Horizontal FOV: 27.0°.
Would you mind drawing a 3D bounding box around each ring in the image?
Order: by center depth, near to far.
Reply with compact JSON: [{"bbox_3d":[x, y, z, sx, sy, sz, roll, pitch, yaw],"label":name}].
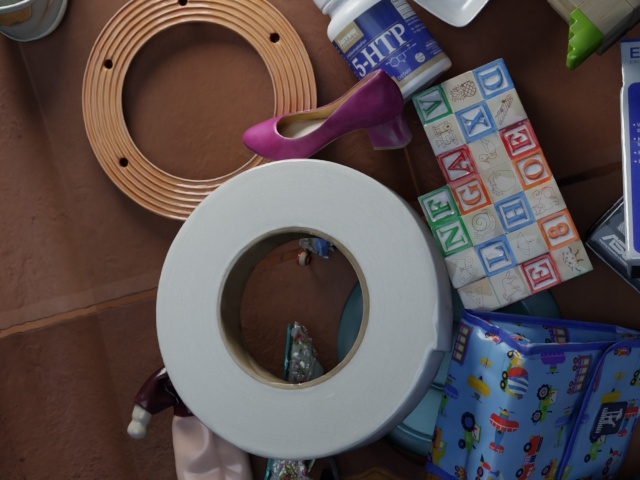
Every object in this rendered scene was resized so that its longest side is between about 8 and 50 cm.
[{"bbox_3d":[-0.168,-0.192,1.846,0.337,0.032,0.336,1,96,9],"label":"ring"}]

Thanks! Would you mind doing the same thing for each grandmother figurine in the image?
[{"bbox_3d":[-0.168,0.236,1.862,0.208,0.104,0.342,-8,91,-23],"label":"grandmother figurine"}]

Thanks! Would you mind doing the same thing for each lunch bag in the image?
[{"bbox_3d":[0.307,0.215,1.713,0.293,0.138,0.220,3,106,-33],"label":"lunch bag"}]

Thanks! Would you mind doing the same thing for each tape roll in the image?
[{"bbox_3d":[-0.024,0.089,1.711,0.392,0.072,0.391,-3,82,20],"label":"tape roll"}]

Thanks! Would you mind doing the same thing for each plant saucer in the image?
[{"bbox_3d":[0.176,0.151,1.815,0.318,0.044,0.317,1,96,10],"label":"plant saucer"}]

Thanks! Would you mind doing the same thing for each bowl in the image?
[{"bbox_3d":[0.175,-0.367,1.751,0.142,0.053,0.142,37,102,4],"label":"bowl"}]

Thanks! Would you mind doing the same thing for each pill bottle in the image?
[{"bbox_3d":[0.075,-0.271,1.750,0.112,0.112,0.186,-38,88,12],"label":"pill bottle"}]

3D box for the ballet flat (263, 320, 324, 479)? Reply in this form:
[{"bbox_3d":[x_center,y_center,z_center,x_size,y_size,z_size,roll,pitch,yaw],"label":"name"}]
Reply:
[{"bbox_3d":[-0.026,0.234,1.834,0.077,0.091,0.240,9,89,-1],"label":"ballet flat"}]

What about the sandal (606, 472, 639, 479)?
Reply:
[{"bbox_3d":[0.360,0.359,1.657,0.446,0.167,0.107,-27,135,-12],"label":"sandal"}]

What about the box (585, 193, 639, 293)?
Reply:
[{"bbox_3d":[0.587,0.019,1.697,0.395,0.097,0.318,43,104,4],"label":"box"}]

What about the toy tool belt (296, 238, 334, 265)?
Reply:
[{"bbox_3d":[0.000,0.000,1.825,0.051,0.052,0.083,16,100,17],"label":"toy tool belt"}]

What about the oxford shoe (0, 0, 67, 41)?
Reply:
[{"bbox_3d":[-0.411,-0.498,1.808,0.169,0.130,0.449,3,95,12],"label":"oxford shoe"}]

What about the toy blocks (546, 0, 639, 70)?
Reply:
[{"bbox_3d":[0.368,-0.426,1.646,0.381,0.191,0.261,-41,78,2],"label":"toy blocks"}]

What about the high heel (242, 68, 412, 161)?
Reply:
[{"bbox_3d":[-0.006,-0.167,1.724,0.244,0.082,0.117,3,137,29],"label":"high heel"}]

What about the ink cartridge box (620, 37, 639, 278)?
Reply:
[{"bbox_3d":[0.516,-0.105,1.596,0.304,0.072,0.307,-1,64,12],"label":"ink cartridge box"}]

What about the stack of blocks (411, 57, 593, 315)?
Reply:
[{"bbox_3d":[0.216,-0.064,1.734,0.171,0.087,0.297,-22,84,7],"label":"stack of blocks"}]

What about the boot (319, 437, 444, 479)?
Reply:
[{"bbox_3d":[0.141,0.308,1.782,0.281,0.096,0.264,11,111,6],"label":"boot"}]
